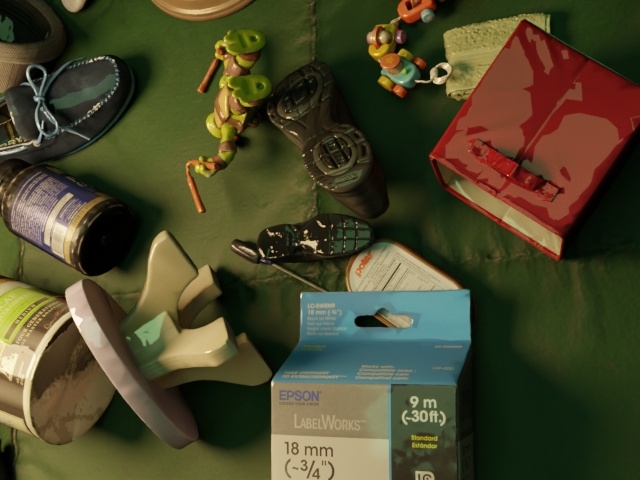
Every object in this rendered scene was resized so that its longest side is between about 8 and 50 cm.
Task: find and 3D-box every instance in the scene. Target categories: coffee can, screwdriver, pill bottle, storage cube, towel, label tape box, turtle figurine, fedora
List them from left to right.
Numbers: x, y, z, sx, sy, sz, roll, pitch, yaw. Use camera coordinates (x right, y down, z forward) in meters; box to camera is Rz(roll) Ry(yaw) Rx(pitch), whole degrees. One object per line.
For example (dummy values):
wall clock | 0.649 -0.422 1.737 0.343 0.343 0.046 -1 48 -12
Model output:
fedora | -0.547 -0.329 1.510 0.275 0.244 0.124 41 124 21
coffee can | -0.453 0.156 1.350 0.275 0.201 0.201 14 84 23
pill bottle | -0.399 -0.042 1.415 0.219 0.123 0.123 26 89 24
turtle figurine | -0.123 -0.184 1.321 0.087 0.217 0.269 12 68 -15
screwdriver | -0.054 0.037 1.322 0.170 0.024 0.025 22 58 18
label tape box | 0.064 0.228 1.161 0.241 0.106 0.333 -2 85 21
towel | 0.240 -0.250 1.263 0.148 0.027 0.110 -6 75 20
storage cube | 0.264 -0.113 1.124 0.184 0.215 0.193 34 91 15

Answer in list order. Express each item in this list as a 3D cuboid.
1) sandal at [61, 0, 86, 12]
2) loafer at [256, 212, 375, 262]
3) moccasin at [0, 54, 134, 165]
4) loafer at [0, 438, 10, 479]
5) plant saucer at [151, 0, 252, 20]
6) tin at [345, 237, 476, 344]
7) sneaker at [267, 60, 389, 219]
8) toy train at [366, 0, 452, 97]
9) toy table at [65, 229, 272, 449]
sandal | -0.365 -0.504 1.537 0.102 0.076 0.265 32 112 38
loafer | 0.000 0.000 1.277 0.170 0.061 0.062 -3 76 25
moccasin | -0.450 -0.183 1.468 0.342 0.117 0.137 -32 69 12
loafer | -0.512 0.327 1.402 0.078 0.076 0.223 -47 63 15
plant saucer | -0.175 -0.481 1.470 0.278 0.041 0.278 -5 76 20
tin | 0.117 0.070 1.237 0.190 0.040 0.106 34 88 24
sneaker | 0.012 -0.134 1.285 0.109 0.130 0.286 -29 47 9
toy train | 0.119 -0.280 1.290 0.125 0.046 0.166 -22 58 23
toy table | -0.194 0.130 1.249 0.161 0.274 0.252 -33 35 1
